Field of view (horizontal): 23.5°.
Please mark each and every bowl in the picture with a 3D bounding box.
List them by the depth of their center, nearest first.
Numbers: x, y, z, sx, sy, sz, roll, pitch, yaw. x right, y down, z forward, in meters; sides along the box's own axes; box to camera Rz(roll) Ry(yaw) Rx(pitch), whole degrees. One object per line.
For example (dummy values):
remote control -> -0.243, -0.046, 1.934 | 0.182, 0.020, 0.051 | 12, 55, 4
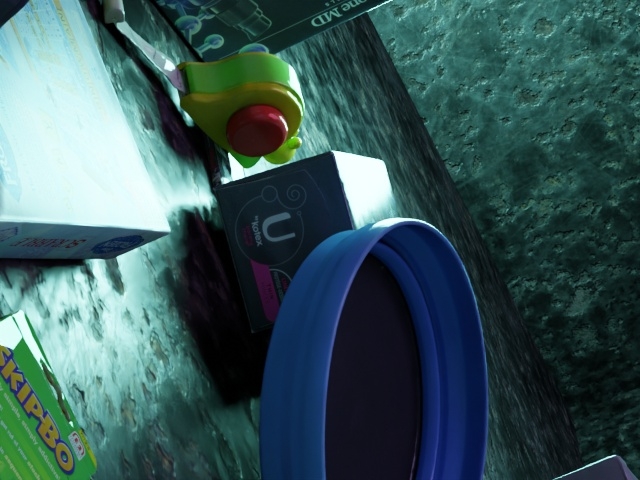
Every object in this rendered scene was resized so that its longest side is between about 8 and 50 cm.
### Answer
bowl -> 0.058, 0.173, 1.498 | 0.391, 0.077, 0.391 | 2, 88, -62

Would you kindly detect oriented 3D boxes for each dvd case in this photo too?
dvd case -> -0.106, -0.082, 1.761 | 0.087, 0.013, 0.119 | 50, 20, -51

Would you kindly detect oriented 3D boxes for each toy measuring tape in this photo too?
toy measuring tape -> -0.105, -0.185, 1.684 | 0.330, 0.121, 0.121 | 46, 23, -47

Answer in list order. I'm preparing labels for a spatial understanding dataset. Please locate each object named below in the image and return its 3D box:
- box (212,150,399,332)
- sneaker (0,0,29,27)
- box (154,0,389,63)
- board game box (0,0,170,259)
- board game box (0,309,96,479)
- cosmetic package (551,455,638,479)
box -> 0.000, 0.000, 1.719 | 0.270, 0.143, 0.165 | -1, 75, -77
sneaker -> -0.254, -0.175, 0.901 | 0.148, 0.131, 0.350 | 56, 33, -3
box -> -0.096, -0.424, 1.784 | 0.395, 0.293, 0.212 | 49, 21, -51
board game box -> -0.250, -0.141, 1.155 | 0.319, 0.066, 0.318 | 67, 13, 8
board game box -> -0.208, 0.125, 0.925 | 0.124, 0.039, 0.259 | 66, 15, -4
cosmetic package -> 0.052, 0.270, 0.942 | 0.284, 0.377, 0.097 | 44, 24, -58
